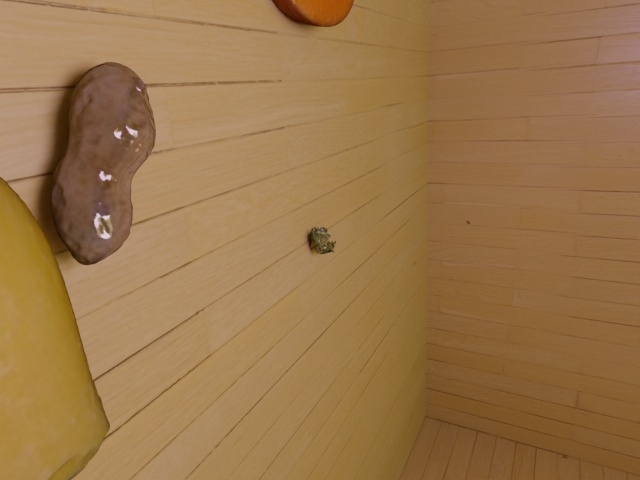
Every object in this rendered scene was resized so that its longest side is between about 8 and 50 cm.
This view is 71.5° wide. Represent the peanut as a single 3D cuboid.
[{"bbox_3d":[-0.277,-0.100,0.566,0.101,0.117,0.263,17,83,-42],"label":"peanut"}]

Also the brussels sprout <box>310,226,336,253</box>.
[{"bbox_3d":[0.000,0.000,1.178,0.085,0.058,0.085,28,46,-33],"label":"brussels sprout"}]

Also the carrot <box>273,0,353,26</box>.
[{"bbox_3d":[-0.037,-0.605,0.959,0.307,0.100,0.259,-2,99,-54],"label":"carrot"}]

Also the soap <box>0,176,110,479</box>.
[{"bbox_3d":[-0.377,0.117,0.410,0.306,0.115,0.428,-36,126,-50],"label":"soap"}]
